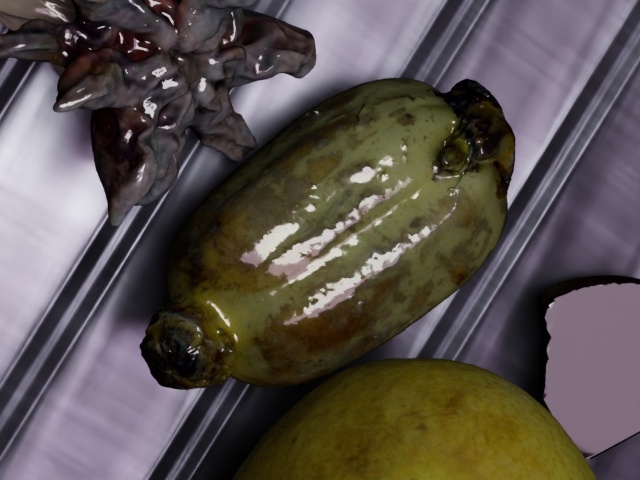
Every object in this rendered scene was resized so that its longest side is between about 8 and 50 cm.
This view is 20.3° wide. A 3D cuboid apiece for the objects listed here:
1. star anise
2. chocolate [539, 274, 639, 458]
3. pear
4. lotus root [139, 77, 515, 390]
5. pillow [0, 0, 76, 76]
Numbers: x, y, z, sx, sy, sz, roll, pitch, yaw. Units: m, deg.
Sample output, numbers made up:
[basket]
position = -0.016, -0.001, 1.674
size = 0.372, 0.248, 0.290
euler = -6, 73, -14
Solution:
[star anise]
position = -0.106, -0.120, 1.202
size = 0.212, 0.129, 0.282
euler = -46, 150, -11
[chocolate]
position = 0.214, 0.086, 1.392
size = 0.125, 0.080, 0.148
euler = 35, 94, -6
[pear]
position = 0.068, 0.226, 1.256
size = 0.304, 0.304, 0.303
euler = -2, 98, -16
[lotus root]
position = 0.000, 0.000, 1.277
size = 0.309, 0.173, 0.173
euler = -34, 106, -12
[pillow]
position = -0.220, -0.218, 1.226
size = 0.270, 0.067, 0.173
euler = 28, 95, -18
